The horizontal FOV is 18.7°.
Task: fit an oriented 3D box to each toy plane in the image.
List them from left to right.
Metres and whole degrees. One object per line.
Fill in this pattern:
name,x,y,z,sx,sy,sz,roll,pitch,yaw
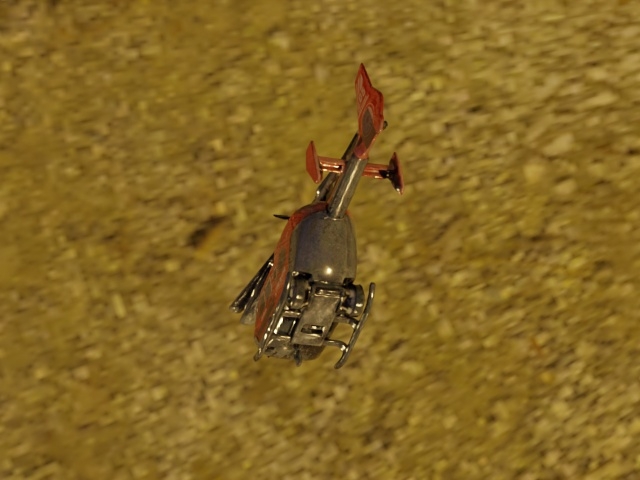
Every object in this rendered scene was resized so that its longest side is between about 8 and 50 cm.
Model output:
toy plane,0.000,0.000,0.752,0.060,0.037,0.145,-102,27,-45
